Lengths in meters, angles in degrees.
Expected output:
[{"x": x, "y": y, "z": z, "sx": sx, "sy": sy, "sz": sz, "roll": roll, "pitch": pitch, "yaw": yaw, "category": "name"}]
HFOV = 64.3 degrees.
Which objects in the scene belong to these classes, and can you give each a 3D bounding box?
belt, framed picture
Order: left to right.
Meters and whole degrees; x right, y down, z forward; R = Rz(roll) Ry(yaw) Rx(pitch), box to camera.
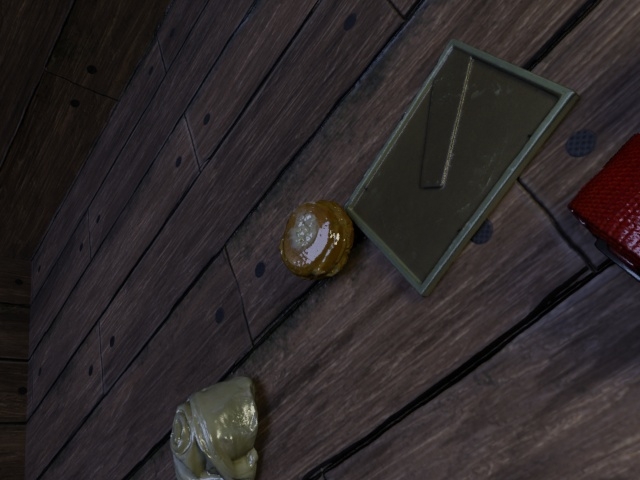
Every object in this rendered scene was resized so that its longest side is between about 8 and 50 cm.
[{"x": 0.183, "y": -0.118, "z": 0.775, "sx": 0.335, "sy": 0.022, "sz": 0.247, "roll": -57, "pitch": 42, "yaw": 18, "category": "framed picture"}, {"x": 0.338, "y": -0.005, "z": 0.481, "sx": 0.124, "sy": 0.128, "sz": 0.201, "roll": -54, "pitch": 45, "yaw": 20, "category": "belt"}]

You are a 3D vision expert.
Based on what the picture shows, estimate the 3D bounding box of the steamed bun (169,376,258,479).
[{"x": -0.214, "y": 0.374, "z": 0.959, "sx": 0.218, "sy": 0.144, "sz": 0.211, "roll": -31, "pitch": 56, "yaw": 39, "category": "steamed bun"}]

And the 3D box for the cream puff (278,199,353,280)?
[{"x": -0.001, "y": 0.000, "z": 0.880, "sx": 0.126, "sy": 0.103, "sz": 0.144, "roll": 8, "pitch": 83, "yaw": 36, "category": "cream puff"}]
